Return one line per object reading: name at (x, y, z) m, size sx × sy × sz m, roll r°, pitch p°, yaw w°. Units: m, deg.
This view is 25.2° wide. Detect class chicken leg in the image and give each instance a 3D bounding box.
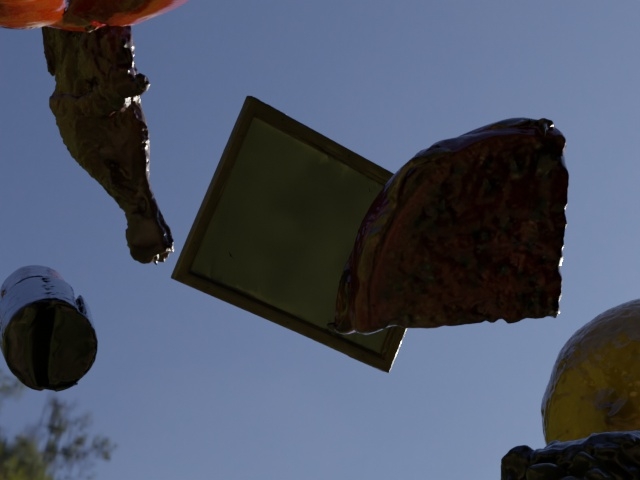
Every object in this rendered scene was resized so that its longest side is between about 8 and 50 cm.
chicken leg at (-0.214, -0.138, 1.477) m, size 0.083 × 0.177 × 0.322 m, roll -19°, pitch -58°, yaw -28°

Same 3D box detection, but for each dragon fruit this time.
dragon fruit at (0.065, -0.007, 0.844) m, size 0.120 × 0.161 × 0.127 m, roll 2°, pitch -91°, yaw -14°

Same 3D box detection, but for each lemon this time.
lemon at (0.431, 0.221, 1.773) m, size 0.336 × 0.336 × 0.336 m, roll 1°, pitch -56°, yaw 1°

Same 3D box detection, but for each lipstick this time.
lipstick at (-0.231, 0.064, 1.189) m, size 0.077 × 0.418 × 0.077 m, roll 0°, pitch -88°, yaw -13°

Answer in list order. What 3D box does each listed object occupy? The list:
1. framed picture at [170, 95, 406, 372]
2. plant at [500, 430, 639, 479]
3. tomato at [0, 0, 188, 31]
framed picture at (0.000, 0.000, 1.022) m, size 0.201 × 0.010 × 0.136 m, roll 26°, pitch -96°, yaw -34°
plant at (0.211, 0.212, 1.100) m, size 0.129 × 0.194 × 0.132 m, roll -18°, pitch -97°, yaw 31°
tomato at (-0.218, -0.313, 1.233) m, size 0.299 × 0.298 × 0.226 m, roll -11°, pitch -100°, yaw 9°
